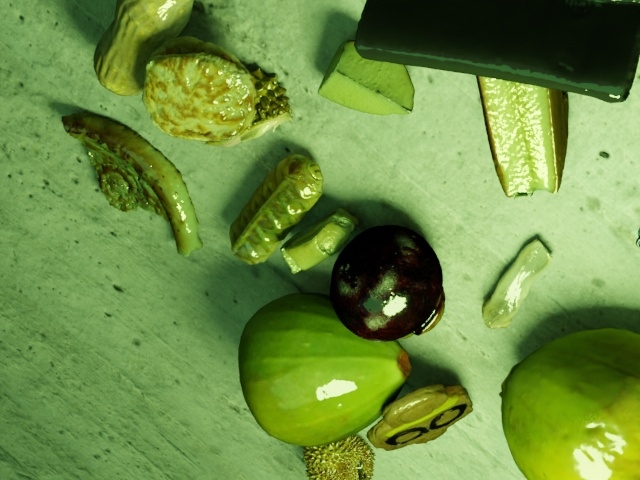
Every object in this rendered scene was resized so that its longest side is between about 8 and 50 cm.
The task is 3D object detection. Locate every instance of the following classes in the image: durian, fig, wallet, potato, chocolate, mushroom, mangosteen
[{"bbox_3d":[0.035,0.459,2.371,0.168,0.137,0.158,-2,142,41],"label":"durian"},{"bbox_3d":[0.464,0.299,1.890,0.344,0.343,0.343,16,129,20],"label":"fig"},{"bbox_3d":[0.265,-0.338,1.624,0.406,0.062,0.228,13,83,21],"label":"wallet"},{"bbox_3d":[0.081,-0.264,1.878,0.149,0.081,0.120,27,165,-11],"label":"potato"},{"bbox_3d":[-0.153,-0.217,2.024,0.140,0.078,0.224,47,130,-6],"label":"durian"},{"bbox_3d":[0.014,0.237,2.119,0.316,0.316,0.316,16,129,20],"label":"fig"},{"bbox_3d":[-0.311,-0.374,1.973,0.134,0.134,0.309,40,136,-1],"label":"chocolate"},{"bbox_3d":[0.343,0.074,1.970,0.059,0.054,0.202,28,127,3],"label":"mushroom"},{"bbox_3d":[0.134,0.091,2.015,0.211,0.211,0.250,-11,146,35],"label":"mangosteen"}]

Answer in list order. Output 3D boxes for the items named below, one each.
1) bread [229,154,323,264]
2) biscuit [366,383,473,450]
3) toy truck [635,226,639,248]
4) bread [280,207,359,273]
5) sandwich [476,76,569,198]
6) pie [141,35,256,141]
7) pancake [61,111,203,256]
[{"bbox_3d":[-0.081,-0.060,2.091,0.087,0.098,0.269,8,143,-30],"label":"bread"},{"bbox_3d":[0.191,0.343,2.134,0.209,0.041,0.290,-27,153,4],"label":"biscuit"},{"bbox_3d":[0.551,-0.008,1.786,0.090,0.056,0.073,-39,92,30],"label":"toy truck"},{"bbox_3d":[0.000,0.000,2.065,0.156,0.117,0.064,-27,104,40],"label":"bread"},{"bbox_3d":[0.314,-0.193,1.739,0.122,0.128,0.235,1,120,23],"label":"sandwich"},{"bbox_3d":[-0.209,-0.257,1.931,0.205,0.084,0.178,4,130,19],"label":"pie"},{"bbox_3d":[-0.375,-0.113,2.248,0.376,0.054,0.197,44,133,-4],"label":"pancake"}]
